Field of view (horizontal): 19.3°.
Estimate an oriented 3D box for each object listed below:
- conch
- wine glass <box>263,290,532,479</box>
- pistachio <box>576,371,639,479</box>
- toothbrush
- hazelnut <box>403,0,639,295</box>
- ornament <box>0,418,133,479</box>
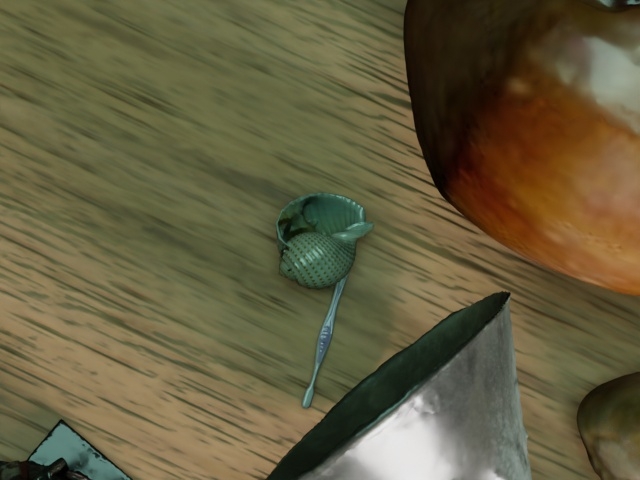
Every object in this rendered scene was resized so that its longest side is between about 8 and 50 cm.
[{"bbox_3d":[-0.002,0.003,1.542,0.085,0.056,0.076,-23,67,-33],"label":"conch"},{"bbox_3d":[0.168,0.264,1.427,0.267,0.267,0.406,-42,91,-4],"label":"wine glass"},{"bbox_3d":[0.298,0.158,1.511,0.185,0.126,0.108,5,125,-6],"label":"pistachio"},{"bbox_3d":[0.005,0.076,1.556,0.011,0.013,0.131,18,83,-9],"label":"toothbrush"},{"bbox_3d":[0.241,-0.118,1.429,0.372,0.315,0.372,12,57,-19],"label":"hazelnut"},{"bbox_3d":[-0.209,0.237,1.446,0.166,0.196,0.153,39,84,4],"label":"ornament"}]
